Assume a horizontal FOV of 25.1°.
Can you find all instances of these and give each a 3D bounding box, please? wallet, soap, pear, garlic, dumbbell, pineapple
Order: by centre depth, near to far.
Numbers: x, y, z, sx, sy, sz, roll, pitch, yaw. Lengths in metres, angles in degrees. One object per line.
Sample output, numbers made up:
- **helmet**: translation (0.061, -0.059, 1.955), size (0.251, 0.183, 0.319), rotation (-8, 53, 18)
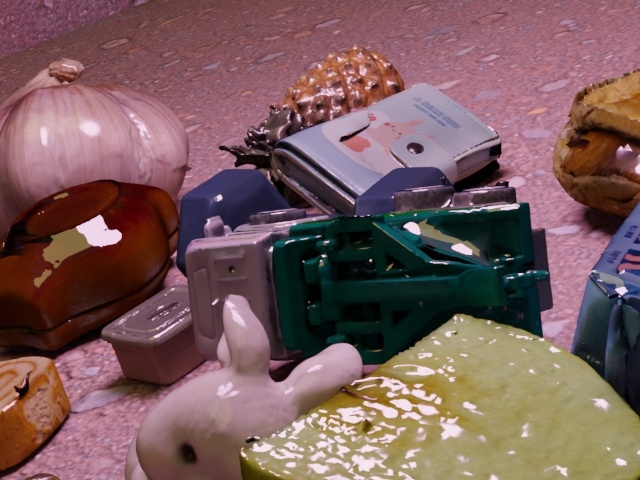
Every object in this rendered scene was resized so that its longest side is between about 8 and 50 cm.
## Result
- **pear**: translation (0.118, 0.176, 1.020), size (0.239, 0.139, 0.288), rotation (7, 22, 38)
- **soap**: translation (0.273, 0.055, 1.191), size (0.077, 0.156, 0.293), rotation (16, 31, 22)
- **dumbbell**: translation (0.000, 0.000, 1.544), size (0.325, 0.144, 0.160), rotation (2, 25, 37)
- **wallet**: translation (0.087, -0.105, 1.775), size (0.250, 0.075, 0.176), rotation (-26, 49, -33)
- **pineapple**: translation (-0.030, -0.128, 1.894), size (0.169, 0.169, 0.340), rotation (7, 34, 44)
- **garlic**: translation (-0.329, -0.105, 1.928), size (0.322, 0.241, 0.322), rotation (-17, 28, 10)

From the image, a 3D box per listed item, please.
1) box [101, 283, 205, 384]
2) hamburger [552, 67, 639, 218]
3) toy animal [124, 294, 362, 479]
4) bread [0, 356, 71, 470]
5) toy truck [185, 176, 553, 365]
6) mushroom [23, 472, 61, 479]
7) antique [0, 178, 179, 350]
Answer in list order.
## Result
- **box**: translation (-0.157, 0.099, 1.508), size (0.089, 0.062, 0.122), rotation (4, 27, 41)
- **hamburger**: translation (0.402, -0.111, 1.578), size (0.285, 0.134, 0.265), rotation (-20, 17, -32)
- **toy animal**: translation (-0.070, 0.151, 1.119), size (0.178, 0.127, 0.193), rotation (-60, 3, -36)
- **bread**: translation (-0.326, 0.170, 1.424), size (0.122, 0.073, 0.149), rotation (-7, 22, 25)
- **toy truck**: translation (0.047, 0.037, 1.312), size (0.363, 0.176, 0.178), rotation (-4, 3, 34)
- **mushroom**: translation (-0.173, 0.263, 1.082), size (0.100, 0.081, 0.312), rotation (-29, 29, -26)
- **antique**: translation (-0.282, 0.020, 1.702), size (0.223, 0.129, 0.278), rotation (3, 29, 38)
